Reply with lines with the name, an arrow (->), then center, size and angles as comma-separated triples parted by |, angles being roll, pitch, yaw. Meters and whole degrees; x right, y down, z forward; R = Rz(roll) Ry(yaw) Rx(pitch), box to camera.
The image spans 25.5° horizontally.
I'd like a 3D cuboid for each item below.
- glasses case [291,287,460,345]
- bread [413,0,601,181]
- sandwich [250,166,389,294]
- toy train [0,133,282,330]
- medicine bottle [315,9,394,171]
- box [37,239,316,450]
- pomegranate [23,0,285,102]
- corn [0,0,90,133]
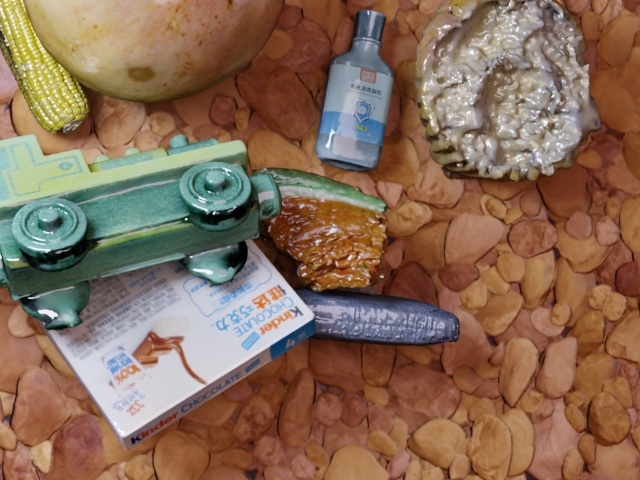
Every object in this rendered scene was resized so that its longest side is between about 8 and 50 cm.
glasses case -> 0.043, 0.098, 1.807 | 0.282, 0.109, 0.067 | 8, 91, -15
bread -> 0.236, -0.205, 1.876 | 0.274, 0.149, 0.274 | 2, 86, -22
sandwich -> -0.009, -0.003, 1.784 | 0.184, 0.109, 0.160 | 11, 58, -5
toy train -> -0.237, -0.041, 1.675 | 0.368, 0.150, 0.237 | -14, 45, -17
medicine bottle -> 0.051, -0.199, 1.868 | 0.090, 0.053, 0.209 | 12, 81, -15
box -> -0.188, 0.080, 1.708 | 0.273, 0.048, 0.265 | -30, 60, -17
pomegranate -> -0.182, -0.328, 1.670 | 0.338, 0.338, 0.338 | 2, 84, -16
corn -> -0.352, -0.226, 1.747 | 0.072, 0.072, 0.203 | -26, 91, -17
